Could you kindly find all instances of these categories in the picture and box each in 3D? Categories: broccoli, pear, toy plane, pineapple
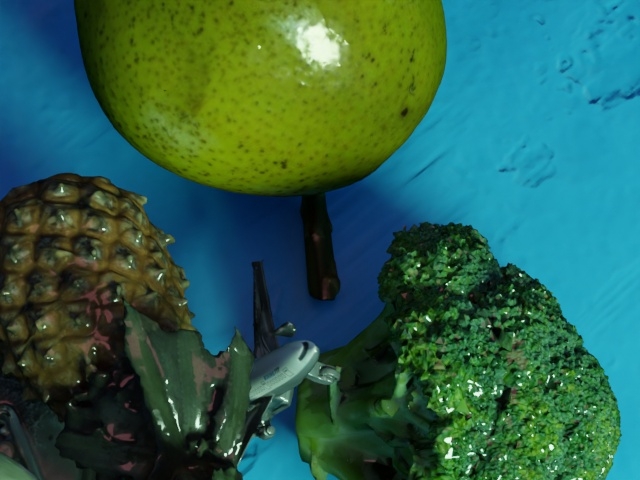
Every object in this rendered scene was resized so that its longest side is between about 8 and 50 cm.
[{"bbox_3d":[0.095,0.120,1.333,0.242,0.261,0.269,-2,93,22],"label":"broccoli"},{"bbox_3d":[-0.040,-0.173,1.412,0.294,0.294,0.294,2,67,-4],"label":"pear"},{"bbox_3d":[-0.052,0.105,1.327,0.058,0.226,0.226,26,62,-29],"label":"toy plane"},{"bbox_3d":[-0.115,0.114,1.256,0.166,0.165,0.364,-24,53,-14],"label":"pineapple"}]

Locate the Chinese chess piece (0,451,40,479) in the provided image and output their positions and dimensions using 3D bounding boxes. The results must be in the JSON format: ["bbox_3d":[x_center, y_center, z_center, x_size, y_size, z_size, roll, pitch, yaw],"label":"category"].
[{"bbox_3d":[-0.269,0.251,1.241,0.250,0.101,0.250,0,90,22],"label":"Chinese chess piece"}]

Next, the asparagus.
[{"bbox_3d":[-0.001,0.000,1.472,0.025,0.021,0.108,-2,67,-10],"label":"asparagus"}]

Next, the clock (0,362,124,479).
[{"bbox_3d":[-0.247,0.169,1.367,0.215,0.042,0.215,2,67,-4],"label":"clock"}]
